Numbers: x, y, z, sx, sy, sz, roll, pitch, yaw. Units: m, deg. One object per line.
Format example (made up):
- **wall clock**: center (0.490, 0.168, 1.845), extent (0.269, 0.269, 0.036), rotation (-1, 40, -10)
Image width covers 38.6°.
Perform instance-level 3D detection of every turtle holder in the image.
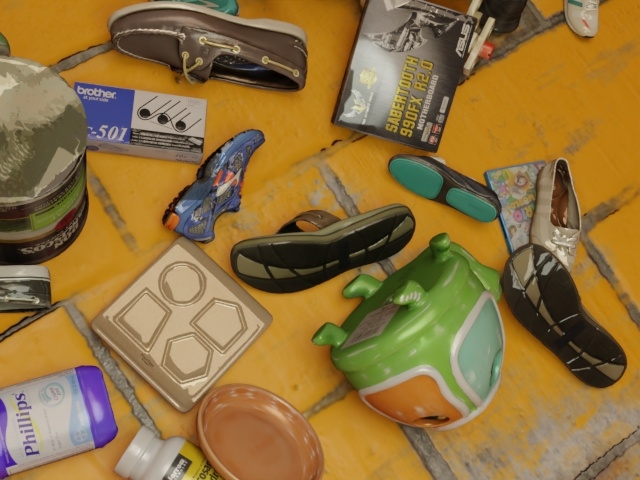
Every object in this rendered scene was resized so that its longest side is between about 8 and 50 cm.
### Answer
- **turtle holder**: center (0.155, 0.137, 1.358), extent (0.243, 0.320, 0.227), rotation (-36, 100, 16)

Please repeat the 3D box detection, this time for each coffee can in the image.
- **coffee can**: center (-0.419, -0.097, 1.239), extent (0.201, 0.275, 0.202), rotation (4, 72, -13)

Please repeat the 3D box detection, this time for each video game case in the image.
- **video game case**: center (0.358, -0.051, 1.564), extent (0.119, 0.015, 0.166), rotation (-11, 76, -18)

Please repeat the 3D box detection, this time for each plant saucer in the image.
- **plant saucer**: center (-0.088, 0.287, 1.279), extent (0.200, 0.037, 0.200), rotation (26, 28, -15)

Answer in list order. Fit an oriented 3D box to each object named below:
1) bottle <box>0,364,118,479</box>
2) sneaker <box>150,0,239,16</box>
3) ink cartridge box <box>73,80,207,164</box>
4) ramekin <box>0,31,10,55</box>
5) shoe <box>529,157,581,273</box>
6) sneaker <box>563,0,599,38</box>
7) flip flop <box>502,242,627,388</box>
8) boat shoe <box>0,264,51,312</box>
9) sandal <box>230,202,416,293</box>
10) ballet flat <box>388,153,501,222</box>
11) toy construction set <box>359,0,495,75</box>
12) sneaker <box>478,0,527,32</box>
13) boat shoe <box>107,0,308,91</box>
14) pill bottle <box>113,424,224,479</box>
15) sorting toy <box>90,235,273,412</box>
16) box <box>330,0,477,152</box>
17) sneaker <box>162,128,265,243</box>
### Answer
- **bottle**: center (-0.421, 0.256, 1.222), extent (0.282, 0.092, 0.118), rotation (-14, 78, -18)
- **sneaker**: center (-0.251, -0.445, 1.486), extent (0.275, 0.110, 0.107), rotation (38, 67, -1)
- **ink cartridge box**: center (-0.284, -0.182, 1.426), extent (0.207, 0.046, 0.097), rotation (7, 70, -12)
- **ramekin**: center (-0.565, -0.216, 1.236), extent (0.148, 0.303, 0.303), rotation (41, 67, -6)
- **shoe**: center (0.395, -0.036, 1.528), extent (0.076, 0.058, 0.219), rotation (7, 71, -12)
- **sneaker**: center (0.493, -0.459, 1.699), extent (0.057, 0.075, 0.161), rotation (0, 72, -14)
- **flip flop**: center (0.393, 0.122, 1.483), extent (0.112, 0.080, 0.277), rotation (-40, 101, 14)
- **boat shoe**: center (-0.488, 0.079, 1.272), extent (0.219, 0.078, 0.070), rotation (-5, 73, -18)
- **sandal**: center (0.001, 0.001, 1.419), extent (0.302, 0.120, 0.086), rotation (-14, 49, -20)
- **ballet flat**: center (0.209, -0.096, 1.518), extent (0.203, 0.074, 0.074), rotation (27, 68, 2)
- **toy construction set**: center (0.179, -0.440, 1.571), extent (0.327, 0.151, 0.215), rotation (32, 67, -3)
- **sneaker**: center (0.331, -0.526, 1.651), extent (0.109, 0.130, 0.286), rotation (-6, 73, -14)
- **boat shoe**: center (-0.176, -0.301, 1.458), extent (0.324, 0.116, 0.097), rotation (4, 68, -19)
- **pill bottle**: center (-0.187, 0.334, 1.251), extent (0.184, 0.103, 0.103), rotation (33, 68, -3)
- **sorting toy**: center (-0.203, 0.122, 1.356), extent (0.193, 0.038, 0.208), rotation (43, 63, 2)
- **box**: center (0.136, -0.279, 1.502), extent (0.183, 0.056, 0.231), rotation (15, 100, -10)
- **sneaker**: center (-0.153, -0.085, 1.420), extent (0.087, 0.083, 0.221), rotation (42, 69, -16)
